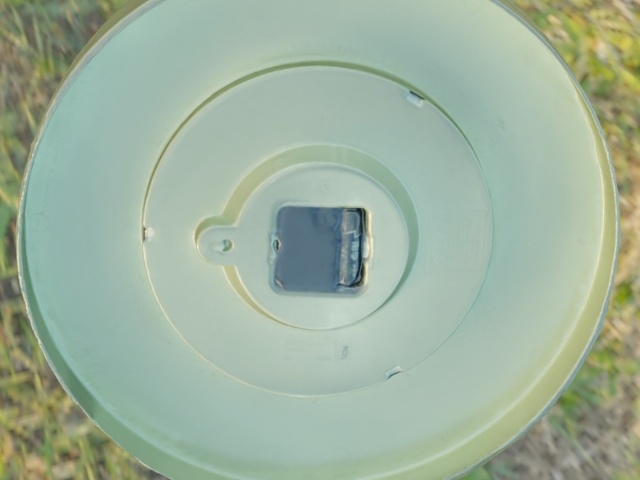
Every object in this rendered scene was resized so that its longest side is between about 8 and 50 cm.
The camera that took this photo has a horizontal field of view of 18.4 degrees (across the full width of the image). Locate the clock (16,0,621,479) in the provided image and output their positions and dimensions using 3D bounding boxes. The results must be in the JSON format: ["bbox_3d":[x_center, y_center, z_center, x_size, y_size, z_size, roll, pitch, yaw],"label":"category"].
[{"bbox_3d":[0.000,0.000,0.763,0.235,0.029,0.235,-1,112,-3],"label":"clock"}]
